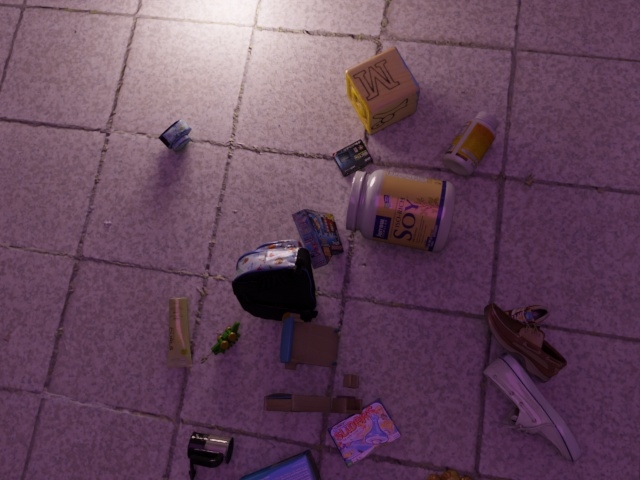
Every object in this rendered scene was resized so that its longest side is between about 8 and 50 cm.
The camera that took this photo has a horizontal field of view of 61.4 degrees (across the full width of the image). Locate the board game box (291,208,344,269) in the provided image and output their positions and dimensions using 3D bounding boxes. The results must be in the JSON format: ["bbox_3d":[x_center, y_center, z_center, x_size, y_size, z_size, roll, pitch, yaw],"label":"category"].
[{"bbox_3d":[0.000,0.000,1.840,0.060,0.194,0.194,-22,76,28],"label":"board game box"}]

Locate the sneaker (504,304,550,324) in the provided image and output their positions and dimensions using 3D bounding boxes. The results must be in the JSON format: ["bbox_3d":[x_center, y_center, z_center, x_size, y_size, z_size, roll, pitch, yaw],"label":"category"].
[{"bbox_3d":[0.656,0.252,1.767,0.185,0.084,0.070,-20,77,1],"label":"sneaker"}]

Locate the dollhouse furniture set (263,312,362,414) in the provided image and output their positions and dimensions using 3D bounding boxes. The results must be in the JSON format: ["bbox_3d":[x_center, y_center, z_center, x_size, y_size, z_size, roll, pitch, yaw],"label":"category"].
[{"bbox_3d":[-0.029,0.404,1.761,0.286,0.198,0.304,13,70,-30],"label":"dollhouse furniture set"}]

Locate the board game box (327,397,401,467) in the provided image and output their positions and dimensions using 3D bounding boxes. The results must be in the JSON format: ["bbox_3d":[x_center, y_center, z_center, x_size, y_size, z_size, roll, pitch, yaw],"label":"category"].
[{"bbox_3d":[0.142,0.626,1.761,0.201,0.035,0.136,-31,77,-2],"label":"board game box"}]

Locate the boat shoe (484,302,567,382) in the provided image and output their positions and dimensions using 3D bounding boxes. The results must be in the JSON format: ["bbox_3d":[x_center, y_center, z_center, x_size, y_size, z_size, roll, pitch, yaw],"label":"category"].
[{"bbox_3d":[0.645,0.304,1.695,0.324,0.123,0.116,43,119,-12],"label":"boat shoe"}]

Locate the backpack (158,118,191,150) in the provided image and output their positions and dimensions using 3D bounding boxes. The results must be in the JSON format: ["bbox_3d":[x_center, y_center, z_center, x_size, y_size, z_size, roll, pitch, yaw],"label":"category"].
[{"bbox_3d":[-0.531,-0.388,2.006,0.114,0.105,0.084,-46,100,-6],"label":"backpack"}]

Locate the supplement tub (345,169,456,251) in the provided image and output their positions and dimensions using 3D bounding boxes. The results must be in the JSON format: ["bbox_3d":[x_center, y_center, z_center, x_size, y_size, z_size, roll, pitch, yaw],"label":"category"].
[{"bbox_3d":[0.265,-0.104,1.799,0.331,0.241,0.241,11,79,7],"label":"supplement tub"}]

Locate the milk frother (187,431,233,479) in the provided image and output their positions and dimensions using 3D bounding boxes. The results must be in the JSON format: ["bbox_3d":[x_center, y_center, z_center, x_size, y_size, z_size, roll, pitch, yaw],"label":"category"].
[{"bbox_3d":[-0.365,0.718,1.768,0.134,0.129,0.143,6,122,7],"label":"milk frother"}]

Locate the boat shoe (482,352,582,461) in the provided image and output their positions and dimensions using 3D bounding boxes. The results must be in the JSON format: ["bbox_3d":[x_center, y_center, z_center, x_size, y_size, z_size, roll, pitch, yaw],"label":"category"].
[{"bbox_3d":[0.637,0.545,1.682,0.156,0.136,0.367,-34,74,-3],"label":"boat shoe"}]

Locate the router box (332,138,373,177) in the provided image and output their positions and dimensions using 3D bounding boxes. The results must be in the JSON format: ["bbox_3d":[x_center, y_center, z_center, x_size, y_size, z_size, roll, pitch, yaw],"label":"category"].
[{"bbox_3d":[0.117,-0.299,1.957,0.122,0.038,0.092,-28,78,-1],"label":"router box"}]

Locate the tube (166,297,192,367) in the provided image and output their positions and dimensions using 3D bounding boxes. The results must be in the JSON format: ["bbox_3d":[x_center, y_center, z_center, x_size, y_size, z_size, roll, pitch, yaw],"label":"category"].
[{"bbox_3d":[-0.492,0.320,1.875,0.070,0.062,0.240,-10,80,45],"label":"tube"}]

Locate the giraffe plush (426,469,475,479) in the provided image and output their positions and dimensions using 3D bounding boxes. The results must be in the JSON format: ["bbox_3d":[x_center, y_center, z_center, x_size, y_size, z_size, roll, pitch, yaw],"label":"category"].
[{"bbox_3d":[0.411,0.819,1.625,0.181,0.170,0.211,-14,77,2],"label":"giraffe plush"}]

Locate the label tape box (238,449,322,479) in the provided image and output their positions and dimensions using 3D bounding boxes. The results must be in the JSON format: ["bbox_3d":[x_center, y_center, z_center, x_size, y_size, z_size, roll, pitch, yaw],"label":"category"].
[{"bbox_3d":[-0.088,0.878,1.692,0.249,0.115,0.348,-23,80,1],"label":"label tape box"}]

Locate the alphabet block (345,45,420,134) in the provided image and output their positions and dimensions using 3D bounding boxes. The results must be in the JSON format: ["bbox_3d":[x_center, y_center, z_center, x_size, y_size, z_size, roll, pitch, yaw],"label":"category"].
[{"bbox_3d":[0.219,-0.529,1.921,0.197,0.192,0.194,-26,75,-2],"label":"alphabet block"}]

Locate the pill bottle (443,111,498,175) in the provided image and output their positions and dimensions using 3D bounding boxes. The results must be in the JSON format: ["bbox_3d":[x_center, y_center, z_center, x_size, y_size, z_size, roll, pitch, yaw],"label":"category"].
[{"bbox_3d":[0.531,-0.341,1.888,0.117,0.117,0.215,33,83,11],"label":"pill bottle"}]

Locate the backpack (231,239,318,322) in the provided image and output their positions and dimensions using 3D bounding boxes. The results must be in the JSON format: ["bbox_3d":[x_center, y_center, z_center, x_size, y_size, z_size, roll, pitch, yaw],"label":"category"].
[{"bbox_3d":[-0.154,0.128,1.782,0.263,0.277,0.213,-8,39,2],"label":"backpack"}]

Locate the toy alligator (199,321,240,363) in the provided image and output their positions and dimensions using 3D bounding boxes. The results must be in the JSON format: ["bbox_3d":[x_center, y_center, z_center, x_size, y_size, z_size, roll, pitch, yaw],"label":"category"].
[{"bbox_3d":[-0.333,0.362,1.856,0.190,0.056,0.051,-48,119,-5],"label":"toy alligator"}]
